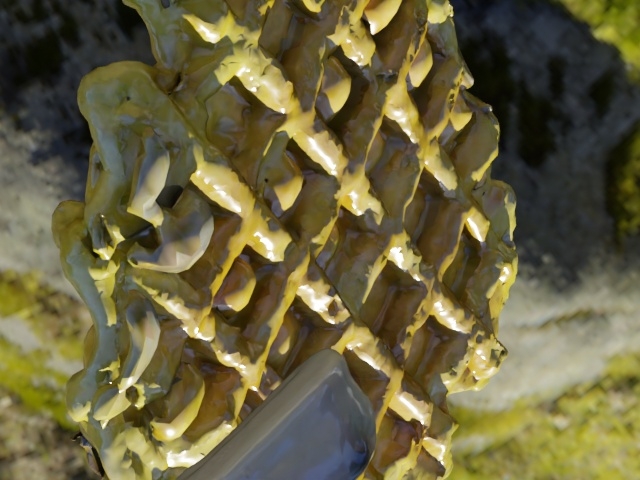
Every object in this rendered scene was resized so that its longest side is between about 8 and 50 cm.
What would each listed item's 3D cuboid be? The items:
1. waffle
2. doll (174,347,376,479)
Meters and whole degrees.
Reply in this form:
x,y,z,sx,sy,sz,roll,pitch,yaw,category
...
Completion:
x,y,z,sx,sy,sz,roll,pitch,yaw,category
-0.003,0.000,0.683,0.262,0.060,0.281,-22,117,-52,waffle
0.014,0.153,0.386,0.183,0.085,0.217,-49,117,-36,doll
